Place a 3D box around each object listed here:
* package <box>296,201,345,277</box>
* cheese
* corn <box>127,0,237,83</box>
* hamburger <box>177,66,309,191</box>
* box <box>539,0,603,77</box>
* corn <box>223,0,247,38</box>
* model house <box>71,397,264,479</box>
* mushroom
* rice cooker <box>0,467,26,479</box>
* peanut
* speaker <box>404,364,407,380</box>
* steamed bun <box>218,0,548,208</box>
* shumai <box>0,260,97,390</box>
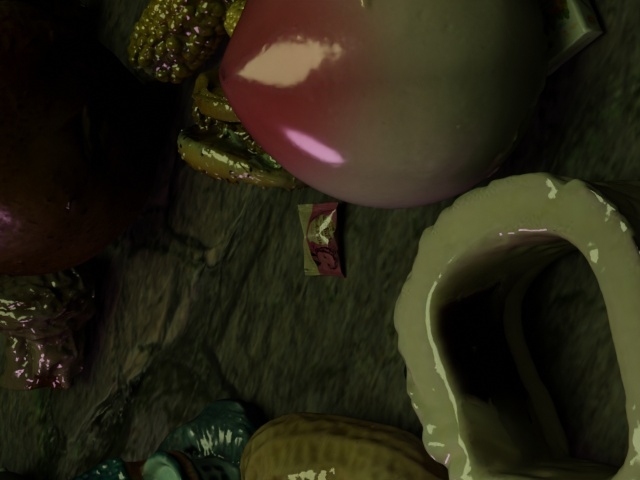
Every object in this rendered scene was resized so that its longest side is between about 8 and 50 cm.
[{"bbox_3d":[0.000,0.000,1.851,0.059,0.029,0.083,0,101,40],"label":"package"},{"bbox_3d":[0.225,0.110,1.506,0.292,0.153,0.332,-28,68,40],"label":"cheese"},{"bbox_3d":[-0.121,-0.300,1.938,0.320,0.097,0.097,-51,55,33],"label":"corn"},{"bbox_3d":[-0.057,-0.114,1.819,0.177,0.185,0.113,-110,33,-79],"label":"hamburger"},{"bbox_3d":[0.185,-0.262,1.641,0.122,0.032,0.220,-39,63,43],"label":"box"},{"bbox_3d":[-0.032,-0.217,1.858,0.206,0.067,0.067,30,112,41],"label":"corn"},{"bbox_3d":[-0.173,0.317,1.856,0.184,0.291,0.253,-55,53,39],"label":"model house"},{"bbox_3d":[-0.375,-0.148,2.023,0.356,0.331,0.334,36,93,28],"label":"mushroom"},{"bbox_3d":[-0.502,0.443,2.224,0.288,0.288,0.277,-15,77,47],"label":"rice cooker"},{"bbox_3d":[0.040,0.259,1.718,0.325,0.153,0.140,18,142,49],"label":"peanut"},{"bbox_3d":[0.130,0.125,1.684,0.094,0.060,0.075,40,120,40],"label":"speaker"},{"bbox_3d":[0.036,-0.172,1.586,0.309,0.309,0.309,0,90,48],"label":"steamed bun"},{"bbox_3d":[-0.364,0.102,2.187,0.206,0.166,0.176,30,139,56],"label":"shumai"}]
